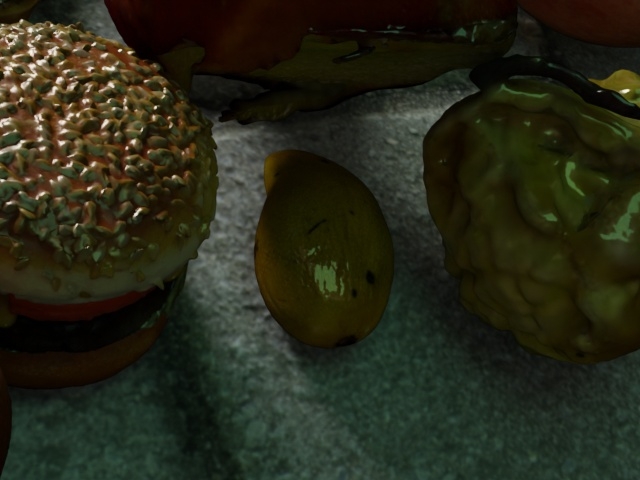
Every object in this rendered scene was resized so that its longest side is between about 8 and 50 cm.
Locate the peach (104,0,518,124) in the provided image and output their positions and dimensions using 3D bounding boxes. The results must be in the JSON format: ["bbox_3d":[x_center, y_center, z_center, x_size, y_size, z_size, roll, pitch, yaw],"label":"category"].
[{"bbox_3d":[0.000,-0.274,1.423,0.416,0.339,0.353,32,83,-12],"label":"peach"}]

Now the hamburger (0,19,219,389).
[{"bbox_3d":[-0.265,-0.040,1.320,0.330,0.250,0.330,13,52,-17],"label":"hamburger"}]

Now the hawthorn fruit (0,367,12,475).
[{"bbox_3d":[-0.391,0.136,1.149,0.277,0.277,0.298,7,35,-20],"label":"hawthorn fruit"}]

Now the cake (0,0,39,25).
[{"bbox_3d":[-0.364,-0.275,1.403,0.207,0.178,0.185,21,34,-28],"label":"cake"}]

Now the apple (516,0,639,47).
[{"bbox_3d":[0.407,-0.425,1.840,0.364,0.364,0.364,12,53,-16],"label":"apple"}]

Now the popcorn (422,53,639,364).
[{"bbox_3d":[0.281,-0.051,1.502,0.382,0.349,0.349,54,41,-33],"label":"popcorn"}]

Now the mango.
[{"bbox_3d":[0.002,-0.002,1.505,0.157,0.109,0.262,2,54,-18],"label":"mango"}]
